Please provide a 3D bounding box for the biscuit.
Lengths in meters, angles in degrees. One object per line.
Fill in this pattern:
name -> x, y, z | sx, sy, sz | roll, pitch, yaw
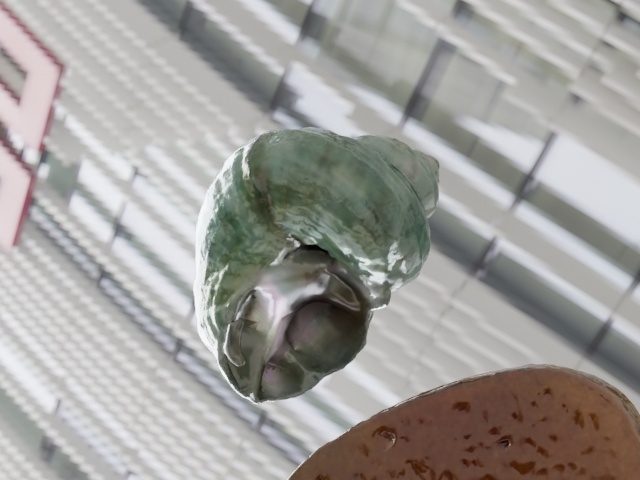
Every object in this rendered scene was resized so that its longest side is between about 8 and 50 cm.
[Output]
biscuit -> 0.109, 0.223, 1.089 | 0.052, 0.262, 0.277 | 21, -136, -59

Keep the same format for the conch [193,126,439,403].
conch -> 0.000, 0.000, 1.532 | 0.277, 0.195, 0.220 | -40, -71, -23
